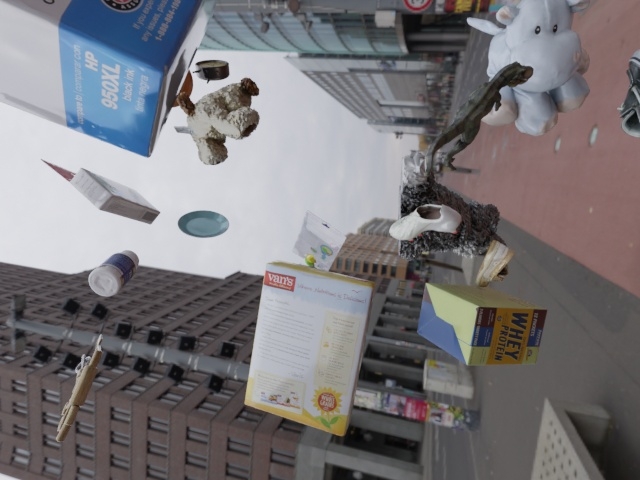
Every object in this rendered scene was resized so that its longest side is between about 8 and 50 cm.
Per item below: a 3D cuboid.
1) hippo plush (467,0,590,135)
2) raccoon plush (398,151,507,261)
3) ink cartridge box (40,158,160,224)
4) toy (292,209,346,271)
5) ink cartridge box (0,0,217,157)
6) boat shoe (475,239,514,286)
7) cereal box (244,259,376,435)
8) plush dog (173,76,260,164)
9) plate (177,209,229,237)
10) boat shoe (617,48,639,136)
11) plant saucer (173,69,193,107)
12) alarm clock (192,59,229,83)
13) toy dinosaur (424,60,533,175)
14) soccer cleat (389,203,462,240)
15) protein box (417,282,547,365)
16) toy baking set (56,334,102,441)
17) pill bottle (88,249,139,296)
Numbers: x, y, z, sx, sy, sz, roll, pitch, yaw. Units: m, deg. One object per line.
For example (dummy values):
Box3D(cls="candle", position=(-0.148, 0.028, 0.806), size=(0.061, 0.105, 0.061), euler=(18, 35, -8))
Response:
Box3D(cls="hippo plush", position=(0.443, -0.375, 0.833), size=(0.236, 0.234, 0.294), euler=(35, -128, -82))
Box3D(cls="raccoon plush", position=(0.355, -0.062, 1.099), size=(0.446, 0.299, 0.216), euler=(50, -139, -77))
Box3D(cls="ink cartridge box", position=(-0.699, -0.171, 1.388), size=(0.066, 0.261, 0.296), euler=(-51, -9, -1))
Box3D(cls="toy", position=(0.000, 0.000, 1.290), size=(0.056, 0.136, 0.237), euler=(-51, -8, -36))
Box3D(cls="ink cartridge box", position=(-0.322, -0.309, 0.445), size=(0.166, 0.394, 0.286), euler=(-39, 36, 56))
Box3D(cls="boat shoe", position=(0.393, 0.065, 0.959), size=(0.063, 0.059, 0.170), euler=(-56, -24, -22))
Box3D(cls="cereal box", position=(-0.018, 0.164, 0.670), size=(0.047, 0.172, 0.240), euler=(-14, -65, -73))
Box3D(cls="plush dog", position=(-0.291, -0.385, 1.274), size=(0.210, 0.262, 0.225), euler=(45, -137, -15))
Box3D(cls="plate", position=(-0.437, -0.056, 1.595), size=(0.188, 0.188, 0.024), euler=(-61, -15, -56))
Box3D(cls="boat shoe", position=(0.604, -0.244, 0.771), size=(0.119, 0.121, 0.335), euler=(-40, 21, 41))
Box3D(cls="plant saucer", position=(-0.554, -0.584, 1.536), size=(0.199, 0.037, 0.200), euler=(-3, -85, -34))
Box3D(cls="alarm clock", position=(-0.420, -0.678, 1.689), size=(0.192, 0.129, 0.064), euler=(-75, -11, -51))
Box3D(cls="toy dinosaur", position=(0.234, -0.184, 0.694), size=(0.268, 0.064, 0.118), euler=(-48, -11, -11))
Box3D(cls="soccer cleat", position=(0.220, -0.045, 0.945), size=(0.076, 0.196, 0.068), euler=(37, -116, -26))
Box3D(cls="protein box", position=(0.382, 0.197, 1.030), size=(0.200, 0.201, 0.136), euler=(-154, 71, -67))
Box3D(cls="toy baking set", position=(-0.573, 0.335, 1.011), size=(0.030, 0.196, 0.256), euler=(29, -124, -28))
Box3D(cls="pill bottle", position=(-0.450, 0.067, 0.941), size=(0.120, 0.067, 0.067), euler=(-86, -3, -68))
